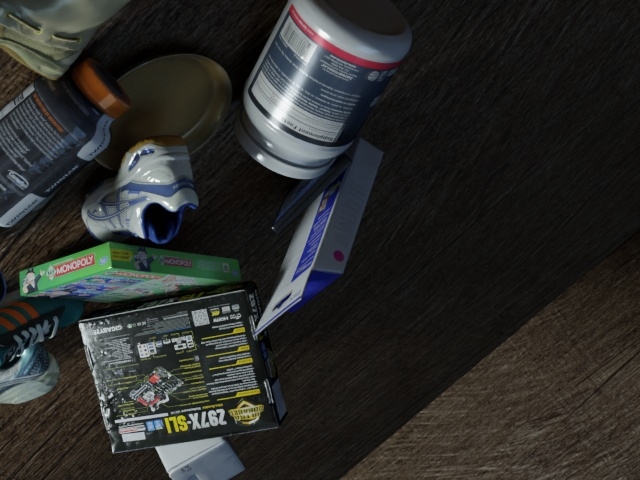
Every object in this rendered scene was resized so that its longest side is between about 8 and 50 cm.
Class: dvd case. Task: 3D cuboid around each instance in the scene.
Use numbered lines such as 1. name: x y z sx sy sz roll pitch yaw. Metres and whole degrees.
1. dvd case: -0.003 -0.115 1.678 0.180 0.022 0.253 -45 -170 18

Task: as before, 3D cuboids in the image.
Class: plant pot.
1. plant pot: -0.246 -0.197 1.457 0.236 0.032 0.236 -26 150 -16

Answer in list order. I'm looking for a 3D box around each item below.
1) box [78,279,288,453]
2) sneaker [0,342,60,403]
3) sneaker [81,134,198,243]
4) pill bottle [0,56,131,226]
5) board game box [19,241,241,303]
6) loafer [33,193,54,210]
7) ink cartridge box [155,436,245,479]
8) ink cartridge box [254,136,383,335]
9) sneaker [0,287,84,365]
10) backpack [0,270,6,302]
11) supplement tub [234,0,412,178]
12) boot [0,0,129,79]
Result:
1. box: -0.244 0.226 1.719 0.322 0.257 0.079 -12 -170 12
2. sneaker: -0.617 0.250 1.713 0.283 0.110 0.122 -27 133 -17
3. sneaker: -0.285 -0.042 1.499 0.112 0.131 0.296 -9 161 -35
4. pill bottle: -0.375 -0.140 1.310 0.246 0.130 0.130 -38 151 8
5. board game box: -0.318 0.063 1.653 0.213 0.046 0.317 -17 164 31
6. loafer: -0.407 -0.098 1.446 0.125 0.039 0.045 -47 -178 27
7. ink cartridge box: -0.287 0.334 1.931 0.131 0.306 0.226 -29 153 -8
8. ink cartridge box: 0.000 0.000 1.687 0.176 0.069 0.371 -41 -159 50
9. sneaker: -0.527 0.160 1.617 0.302 0.121 0.108 -12 143 -37
10. backpack: -0.545 0.059 1.393 0.158 0.173 0.117 -3 139 -44
11. supplement tub: -0.002 -0.247 1.461 0.191 0.191 0.272 -6 141 -41
12. boot: -0.326 -0.313 1.132 0.203 0.095 0.262 -39 153 10
